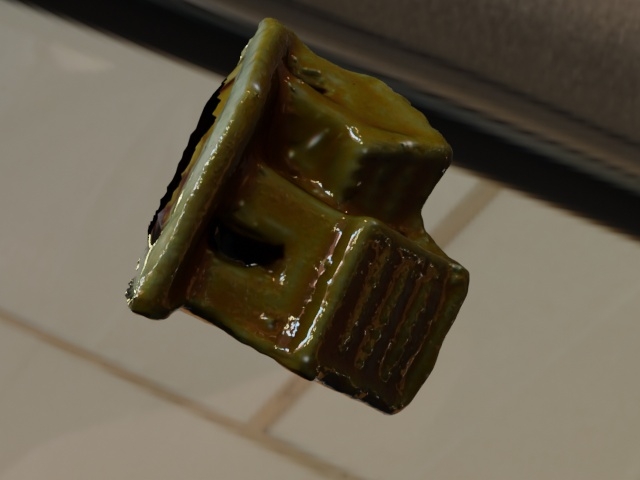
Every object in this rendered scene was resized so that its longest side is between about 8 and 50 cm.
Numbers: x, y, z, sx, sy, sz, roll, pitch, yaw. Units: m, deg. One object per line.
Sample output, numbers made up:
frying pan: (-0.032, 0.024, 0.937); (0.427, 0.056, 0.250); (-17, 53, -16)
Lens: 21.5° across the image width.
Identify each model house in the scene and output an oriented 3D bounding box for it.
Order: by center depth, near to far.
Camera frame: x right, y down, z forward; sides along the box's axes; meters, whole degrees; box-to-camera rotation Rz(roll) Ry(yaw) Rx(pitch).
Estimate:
model house: (0.006, -0.010, 1.232); (0.239, 0.268, 0.173); (28, -14, -8)
